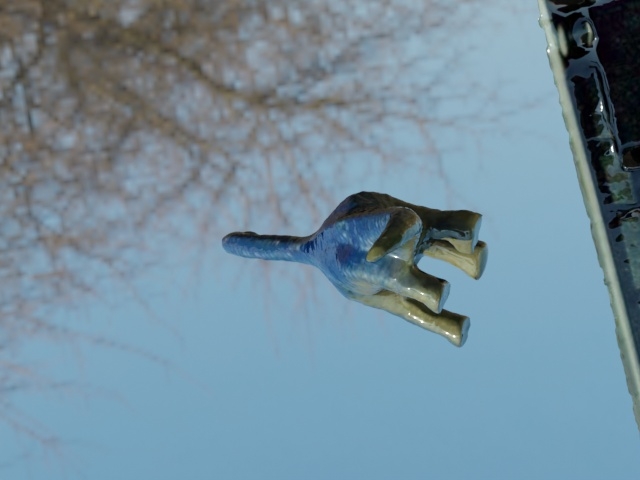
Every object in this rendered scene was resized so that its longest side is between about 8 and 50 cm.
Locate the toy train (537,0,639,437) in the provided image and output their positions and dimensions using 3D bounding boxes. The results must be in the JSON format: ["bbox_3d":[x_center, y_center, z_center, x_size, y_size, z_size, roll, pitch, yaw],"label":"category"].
[{"bbox_3d":[0.178,0.001,0.827,0.087,0.407,0.088,-12,-149,11],"label":"toy train"}]

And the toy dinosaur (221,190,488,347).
[{"bbox_3d":[0.000,0.000,1.000,0.188,0.075,0.248,14,175,14],"label":"toy dinosaur"}]
